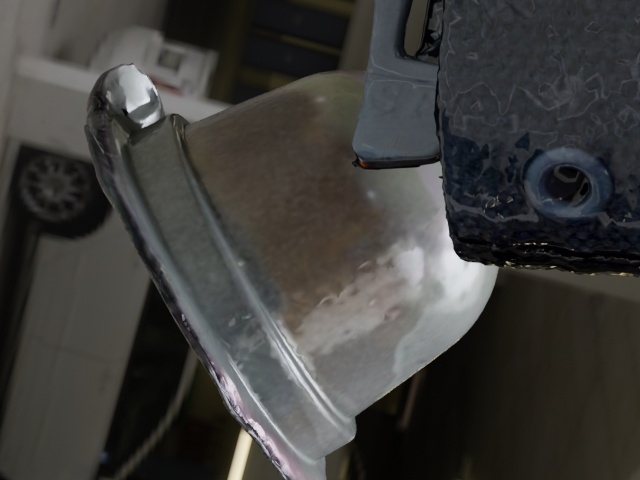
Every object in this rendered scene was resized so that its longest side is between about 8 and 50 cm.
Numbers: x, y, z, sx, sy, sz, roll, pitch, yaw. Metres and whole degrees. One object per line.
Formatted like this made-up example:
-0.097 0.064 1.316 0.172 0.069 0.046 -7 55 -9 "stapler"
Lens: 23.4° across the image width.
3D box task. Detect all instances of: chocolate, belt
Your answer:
0.000 -0.006 0.689 0.147 0.221 0.221 -34 179 -2 "chocolate"
0.083 -0.098 0.517 0.122 0.128 0.218 14 83 -72 "belt"
